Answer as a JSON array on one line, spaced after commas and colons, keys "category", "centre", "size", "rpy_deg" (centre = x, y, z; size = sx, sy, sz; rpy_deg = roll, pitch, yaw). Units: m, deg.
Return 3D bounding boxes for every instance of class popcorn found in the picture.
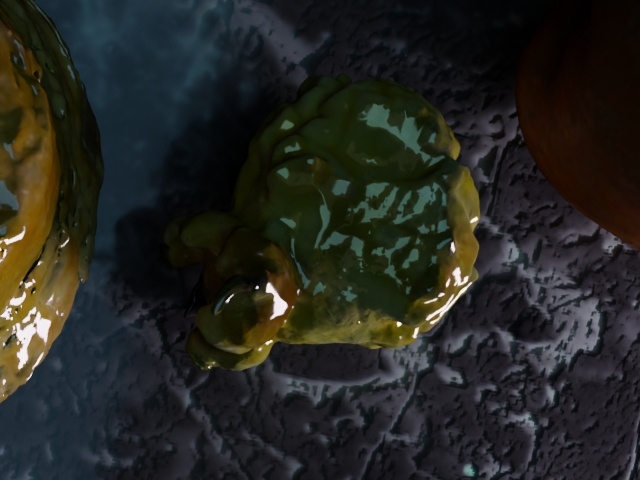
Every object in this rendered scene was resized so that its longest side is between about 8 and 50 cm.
[{"category": "popcorn", "centre": [0.000, -0.010, 0.823], "size": [0.195, 0.173, 0.168], "rpy_deg": [-13, 111, -19]}]

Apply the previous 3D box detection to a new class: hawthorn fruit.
[{"category": "hawthorn fruit", "centre": [0.288, -0.085, 0.881], "size": [0.277, 0.277, 0.298], "rpy_deg": [-38, 102, -18]}]

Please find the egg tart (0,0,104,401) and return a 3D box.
[{"category": "egg tart", "centre": [-0.250, -0.043, 0.694], "size": [0.341, 0.129, 0.341], "rpy_deg": [5, 80, -30]}]
